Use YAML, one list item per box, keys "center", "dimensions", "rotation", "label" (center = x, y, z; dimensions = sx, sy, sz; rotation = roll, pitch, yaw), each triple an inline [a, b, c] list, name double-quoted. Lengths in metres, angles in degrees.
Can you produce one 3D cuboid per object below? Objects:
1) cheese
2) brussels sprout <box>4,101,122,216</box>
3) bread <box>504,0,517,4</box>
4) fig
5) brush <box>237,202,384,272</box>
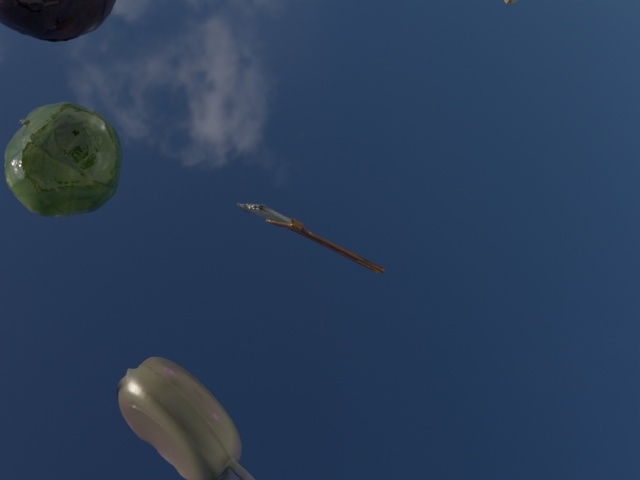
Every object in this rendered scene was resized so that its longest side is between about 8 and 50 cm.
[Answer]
- center: [-0.148, 0.273, 0.984]
  dimensions: [0.286, 0.163, 0.082]
  rotation: [41, -123, 13]
  label: "cheese"
- center: [-0.495, -0.155, 1.452]
  dimensions: [0.244, 0.244, 0.244]
  rotation: [14, -122, -23]
  label: "brussels sprout"
- center: [0.244, -0.409, 1.005]
  dimensions: [0.085, 0.134, 0.173]
  rotation: [-42, -94, -21]
  label: "bread"
- center: [-0.270, -0.273, 0.761]
  dimensions: [0.148, 0.149, 0.202]
  rotation: [13, -162, -38]
  label: "fig"
- center: [0.000, 0.000, 1.311]
  dimensions: [0.314, 0.090, 0.017]
  rotation: [27, -99, -34]
  label: "brush"
